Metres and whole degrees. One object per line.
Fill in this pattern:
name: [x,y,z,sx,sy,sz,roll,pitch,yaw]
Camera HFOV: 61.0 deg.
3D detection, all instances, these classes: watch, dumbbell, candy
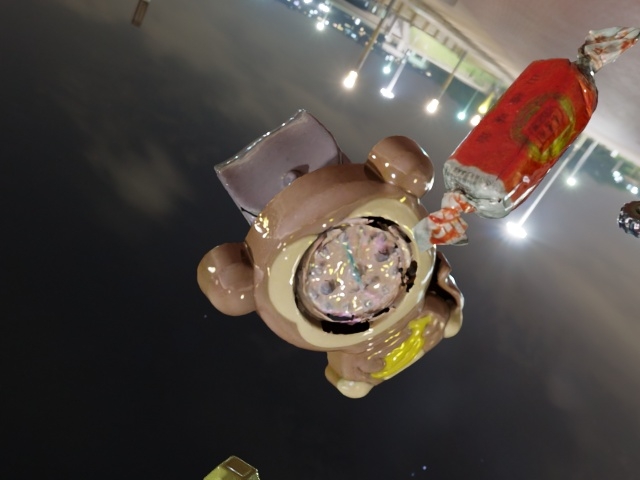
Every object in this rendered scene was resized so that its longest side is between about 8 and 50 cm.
watch: [0.000,0.000,0.788,0.335,0.314,0.327,57,177,-29]
dumbbell: [-0.226,0.506,0.984,0.121,0.108,0.302,22,-164,25]
candy: [0.192,-0.100,0.520,0.059,0.292,0.086,44,175,-38]

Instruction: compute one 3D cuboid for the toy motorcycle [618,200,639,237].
toy motorcycle: [0.751,0.004,0.943,0.237,0.168,0.410,-24,-144,-17]
